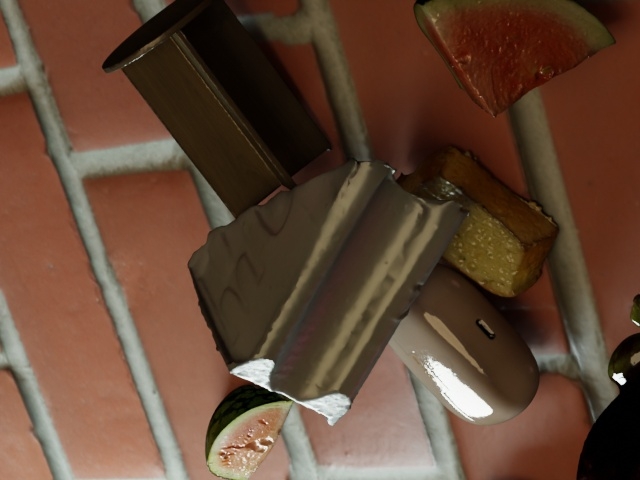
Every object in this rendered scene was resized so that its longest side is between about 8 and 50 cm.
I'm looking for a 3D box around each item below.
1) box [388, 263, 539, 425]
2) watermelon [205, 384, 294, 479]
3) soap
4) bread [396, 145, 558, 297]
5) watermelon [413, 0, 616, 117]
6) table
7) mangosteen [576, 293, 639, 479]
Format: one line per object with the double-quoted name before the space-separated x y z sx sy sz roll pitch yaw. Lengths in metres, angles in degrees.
"box" 0.147 0.112 2.032 0.200 0.088 0.146 48 155 -1
"watermelon" -0.105 0.225 2.308 0.163 0.087 0.069 -60 40 37
"soap" 0.000 0.000 2.010 0.159 0.257 0.302 23 112 -26
"bread" 0.158 -0.021 1.985 0.187 0.065 0.103 42 136 8
"watermelon" 0.187 -0.201 1.813 0.145 0.193 0.137 -33 67 4
"table" -0.103 -0.148 2.034 0.167 0.167 0.226 -24 110 40
"mangosteen" 0.395 0.213 1.819 0.297 0.297 0.313 14 108 27
